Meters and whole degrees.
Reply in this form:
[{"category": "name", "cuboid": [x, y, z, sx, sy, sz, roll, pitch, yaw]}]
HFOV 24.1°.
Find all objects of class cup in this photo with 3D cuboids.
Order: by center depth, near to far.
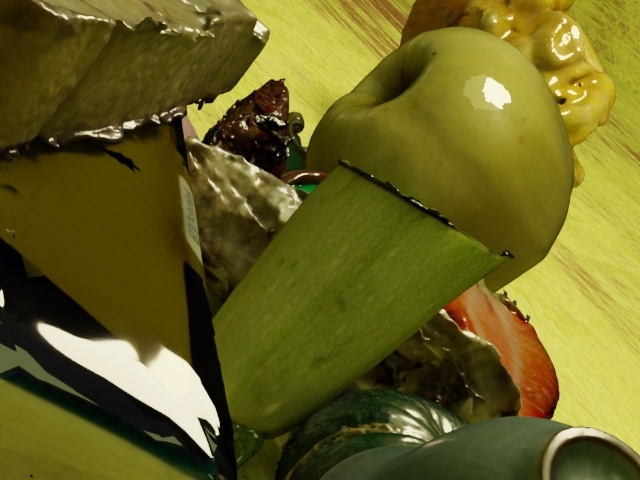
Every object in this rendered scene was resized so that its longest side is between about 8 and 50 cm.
[{"category": "cup", "cuboid": [0.102, 0.163, 0.758, 0.199, 0.150, 0.199, 19, 49, -22]}]

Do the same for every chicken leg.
[{"category": "chicken leg", "cuboid": [-0.065, -0.083, 1.318, 0.063, 0.105, 0.234, 53, 11, -15]}]

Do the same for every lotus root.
[{"category": "lotus root", "cuboid": [-0.132, -0.113, 0.687, 0.170, 0.074, 0.260, 34, 19, 4]}]

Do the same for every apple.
[{"category": "apple", "cuboid": [0.123, -0.072, 1.452, 0.262, 0.262, 0.262, 29, 20, -12]}]

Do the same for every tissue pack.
[{"category": "tissue pack", "cuboid": [-0.208, 0.033, 0.711, 0.264, 0.253, 0.416, 26, 23, -20]}]

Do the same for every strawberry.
[{"category": "strawberry", "cuboid": [0.136, 0.116, 1.290, 0.174, 0.098, 0.228, 31, 25, -41]}]

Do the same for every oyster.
[{"category": "oyster", "cuboid": [-0.029, 0.046, 1.175, 0.396, 0.111, 0.204, 38, -20, -5]}]

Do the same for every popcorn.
[{"category": "popcorn", "cuboid": [0.185, -0.174, 1.746, 0.281, 0.297, 0.315, 28, 47, -62]}]

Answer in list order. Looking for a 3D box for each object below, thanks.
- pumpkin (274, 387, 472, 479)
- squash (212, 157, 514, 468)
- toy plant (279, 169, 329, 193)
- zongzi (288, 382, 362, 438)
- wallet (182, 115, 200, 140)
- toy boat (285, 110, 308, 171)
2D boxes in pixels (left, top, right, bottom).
[{"category": "pumpkin", "cuboid": [0.056, 0.180, 0.930, 0.190, 0.146, 0.190, 28, 42, -29]}, {"category": "squash", "cuboid": [-0.017, 0.049, 0.999, 0.137, 0.287, 0.137, 42, -23, 23]}, {"category": "toy plant", "cuboid": [0.000, 0.000, 1.317, 0.143, 0.105, 0.200, 37, 2, -36]}, {"category": "zongzi", "cuboid": [0.048, 0.141, 1.086, 0.154, 0.062, 0.130, 24, 49, -26]}, {"category": "wallet", "cuboid": [-0.150, -0.071, 1.263, 0.119, 0.025, 0.232, 60, 19, -20]}, {"category": "toy boat", "cuboid": [0.022, -0.072, 1.571, 0.185, 0.077, 0.075, 24, 22, -25]}]
